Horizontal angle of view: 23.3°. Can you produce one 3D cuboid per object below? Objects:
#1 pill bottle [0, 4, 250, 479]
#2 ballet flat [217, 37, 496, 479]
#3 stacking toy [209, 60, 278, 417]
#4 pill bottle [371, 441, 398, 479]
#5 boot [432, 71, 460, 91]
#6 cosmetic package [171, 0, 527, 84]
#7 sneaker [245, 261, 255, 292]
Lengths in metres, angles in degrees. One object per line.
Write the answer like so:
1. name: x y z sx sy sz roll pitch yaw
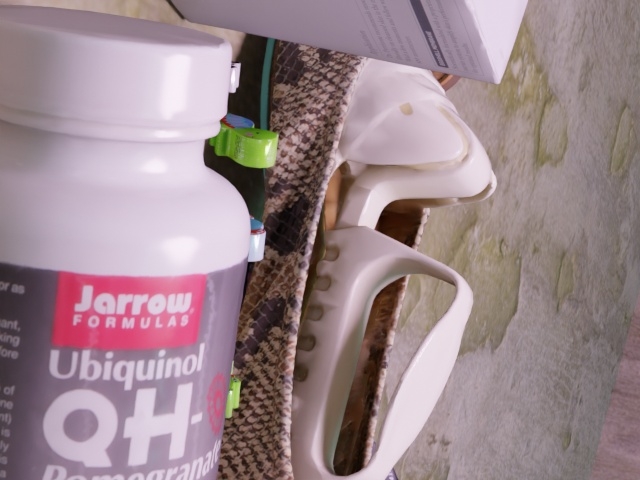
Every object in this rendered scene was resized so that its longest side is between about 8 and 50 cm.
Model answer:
1. pill bottle: -0.131 0.045 0.807 0.176 0.176 0.319 -21 121 -64
2. ballet flat: 0.030 0.015 1.081 0.164 0.182 0.483 34 62 -47
3. stacking toy: -0.064 -0.012 0.954 0.221 0.052 0.167 -130 -136 -66
4. pill bottle: 0.007 0.225 1.277 0.246 0.130 0.130 70 39 -66
5. boot: 0.110 -0.280 1.355 0.115 0.112 0.305 14 94 -38
6. cosmetic package: 0.029 -0.241 0.961 0.138 0.224 0.224 52 55 -66
7. sneaker: 0.000 0.000 1.252 0.178 0.072 0.077 -62 166 -18
